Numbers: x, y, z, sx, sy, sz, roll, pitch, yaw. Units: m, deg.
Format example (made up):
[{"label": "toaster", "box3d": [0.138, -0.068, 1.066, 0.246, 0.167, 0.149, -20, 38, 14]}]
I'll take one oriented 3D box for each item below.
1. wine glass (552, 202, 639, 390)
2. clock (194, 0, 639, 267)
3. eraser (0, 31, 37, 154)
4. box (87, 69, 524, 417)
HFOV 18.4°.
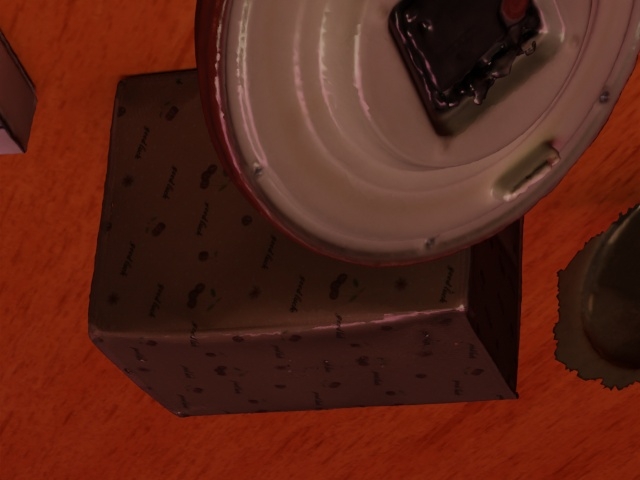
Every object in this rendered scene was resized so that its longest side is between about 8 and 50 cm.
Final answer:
[{"label": "wine glass", "box3d": [0.387, 0.098, 1.679, 0.323, 0.238, 0.238, 36, 141, -30]}, {"label": "clock", "box3d": [0.072, -0.131, 1.135, 0.318, 0.318, 0.080, 32, -175, -43]}, {"label": "eraser", "box3d": [-0.340, -0.115, 1.532, 0.210, 0.068, 0.124, -1, 155, 12]}, {"label": "box", "box3d": [0.000, 0.000, 1.537, 0.297, 0.225, 0.190, -5, 154, 19]}]
